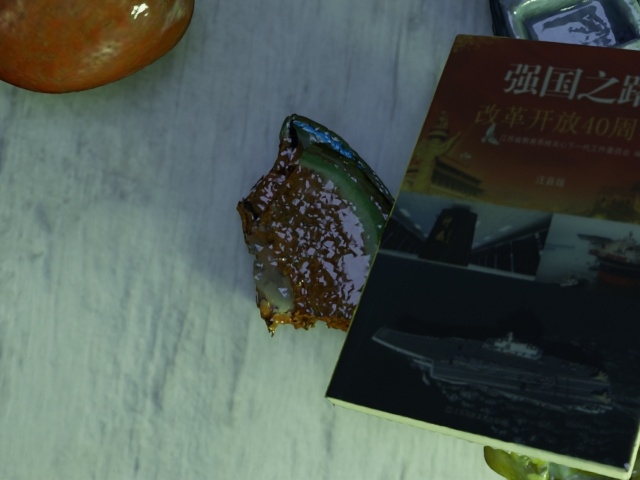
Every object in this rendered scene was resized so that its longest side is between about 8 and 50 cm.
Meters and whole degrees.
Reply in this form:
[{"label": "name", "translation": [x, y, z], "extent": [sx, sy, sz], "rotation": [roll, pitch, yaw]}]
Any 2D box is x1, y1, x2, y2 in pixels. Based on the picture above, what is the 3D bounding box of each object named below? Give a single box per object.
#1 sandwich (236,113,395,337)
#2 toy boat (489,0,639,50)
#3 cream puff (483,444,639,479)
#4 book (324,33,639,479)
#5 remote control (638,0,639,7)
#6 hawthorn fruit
[{"label": "sandwich", "translation": [0.006, -0.009, 1.159], "extent": [0.159, 0.079, 0.235], "rotation": [-12, 81, -1]}, {"label": "toy boat", "translation": [0.229, -0.222, 1.195], "extent": [0.127, 0.078, 0.282], "rotation": [-20, 80, -2]}, {"label": "cream puff", "translation": [0.269, 0.122, 1.082], "extent": [0.282, 0.185, 0.281], "rotation": [-12, 58, 20]}, {"label": "book", "translation": [0.181, -0.006, 1.057], "extent": [0.263, 0.028, 0.373], "rotation": [10, 68, 28]}, {"label": "remote control", "translation": [0.364, -0.182, 1.201], "extent": [0.103, 0.051, 0.293], "rotation": [-2, 81, 0]}, {"label": "hawthorn fruit", "translation": [-0.245, -0.219, 1.156], "extent": [0.251, 0.199, 0.199], "rotation": [-36, 82, 7]}]
